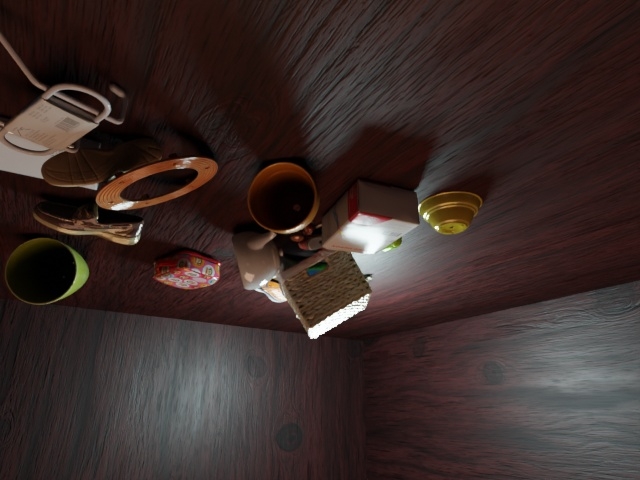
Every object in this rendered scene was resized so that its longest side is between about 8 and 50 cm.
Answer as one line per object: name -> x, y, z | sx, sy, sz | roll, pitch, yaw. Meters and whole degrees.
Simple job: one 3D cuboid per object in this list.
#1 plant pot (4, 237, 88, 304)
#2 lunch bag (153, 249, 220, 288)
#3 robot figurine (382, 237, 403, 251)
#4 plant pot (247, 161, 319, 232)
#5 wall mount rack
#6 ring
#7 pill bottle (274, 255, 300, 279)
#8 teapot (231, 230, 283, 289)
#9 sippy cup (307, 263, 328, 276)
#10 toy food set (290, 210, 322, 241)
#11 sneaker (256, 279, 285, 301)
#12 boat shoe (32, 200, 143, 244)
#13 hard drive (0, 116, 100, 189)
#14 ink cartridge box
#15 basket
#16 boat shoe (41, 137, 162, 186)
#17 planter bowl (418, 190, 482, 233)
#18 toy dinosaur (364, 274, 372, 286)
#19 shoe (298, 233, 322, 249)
plant pot -> -1.159, 0.142, 1.825 | 0.275, 0.274, 0.293 | 4, 172, -7
lunch bag -> -0.648, 0.141, 1.945 | 0.293, 0.120, 0.258 | -16, 151, 36
robot figurine -> 0.281, 0.004, 1.664 | 0.101, 0.066, 0.115 | 9, 156, -34
plant pot -> -0.091, -0.114, 1.255 | 0.206, 0.204, 0.188 | -4, 172, 11
wall mount rack -> -0.609, -0.314, 0.868 | 0.351, 0.130, 0.304 | -14, 157, 31
ring -> -0.454, -0.167, 1.159 | 0.337, 0.032, 0.336 | -23, 176, -2
pill bottle -> -0.183, 0.127, 1.903 | 0.119, 0.119, 0.209 | -14, 153, 31
teapot -> -0.242, 0.072, 1.653 | 0.187, 0.252, 0.256 | -13, -169, -13
sippy cup -> -0.008, 0.256, 2.072 | 0.240, 0.223, 0.305 | 8, 157, -15
toy food set -> -0.096, -0.044, 1.553 | 0.128, 0.071, 0.218 | -21, 150, 41
sneaker -> -0.208, 0.240, 2.165 | 0.180, 0.124, 0.321 | -15, 153, 34
boat shoe -> -0.802, -0.087, 1.448 | 0.342, 0.123, 0.123 | 18, 122, -25
hard drive -> -0.803, -0.244, 1.127 | 0.354, 0.047, 0.233 | 11, 155, -25
ink cartridge box -> 0.159, -0.068, 1.414 | 0.226, 0.131, 0.306 | 9, 157, -21
basket -> 0.023, 0.218, 1.778 | 0.329, 0.266, 0.331 | -29, 160, -11
boat shoe -> -0.563, -0.194, 1.085 | 0.286, 0.102, 0.092 | -23, 175, -23
planter bowl -> 0.452, -0.080, 1.431 | 0.218, 0.090, 0.217 | 1, 157, 0
toy dinosaur -> 0.211, 0.281, 2.254 | 0.118, 0.064, 0.268 | 9, 121, -45
shoe -> 0.000, 0.000, 1.648 | 0.178, 0.063, 0.081 | -13, -170, -36
